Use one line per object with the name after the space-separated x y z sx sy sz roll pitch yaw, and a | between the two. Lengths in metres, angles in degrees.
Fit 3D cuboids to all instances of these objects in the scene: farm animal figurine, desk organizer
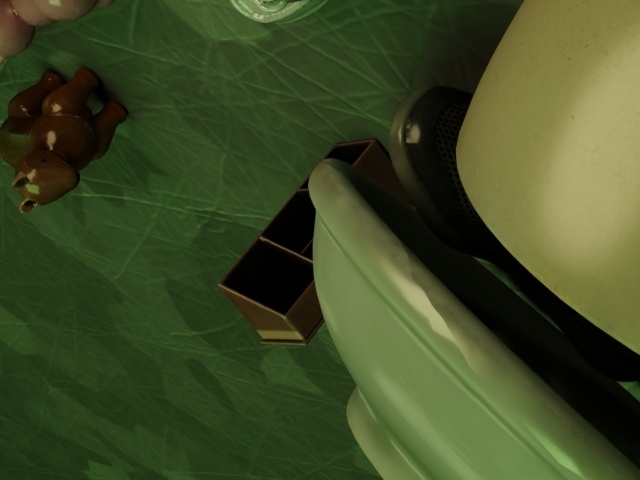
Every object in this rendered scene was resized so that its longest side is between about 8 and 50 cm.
-0.287 -0.142 1.048 0.326 0.172 0.330 23 151 26 | farm animal figurine
0.000 0.000 0.981 0.047 0.130 0.050 -3 132 53 | desk organizer

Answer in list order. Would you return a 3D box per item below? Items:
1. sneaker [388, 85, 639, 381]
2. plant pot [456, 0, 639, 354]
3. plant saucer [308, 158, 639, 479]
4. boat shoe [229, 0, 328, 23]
0.144 -0.010 0.845 0.227 0.087 0.130 42 152 -19 | sneaker
0.206 -0.071 0.510 0.284 0.284 0.191 26 117 20 | plant pot
0.123 0.122 0.835 0.400 0.100 0.400 40 -174 -5 | plant saucer
-0.017 -0.160 0.793 0.079 0.081 0.227 37 154 -2 | boat shoe
